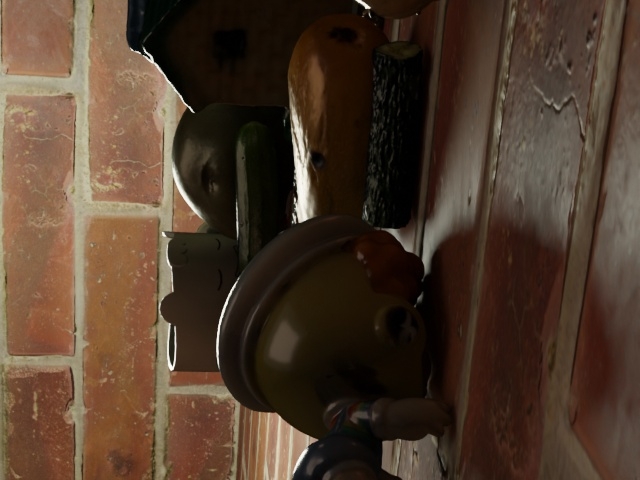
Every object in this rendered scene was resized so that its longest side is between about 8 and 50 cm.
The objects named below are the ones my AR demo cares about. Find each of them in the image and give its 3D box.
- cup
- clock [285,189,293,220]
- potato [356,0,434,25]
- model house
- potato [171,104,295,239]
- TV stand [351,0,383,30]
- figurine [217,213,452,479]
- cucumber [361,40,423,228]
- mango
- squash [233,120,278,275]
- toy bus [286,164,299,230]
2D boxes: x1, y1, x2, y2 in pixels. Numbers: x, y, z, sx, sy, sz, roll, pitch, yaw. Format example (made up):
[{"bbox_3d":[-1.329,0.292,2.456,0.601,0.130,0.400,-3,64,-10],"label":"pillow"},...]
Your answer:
[{"bbox_3d":[-0.124,0.076,2.090,0.290,0.257,0.219,-95,10,-46],"label":"cup"},{"bbox_3d":[0.000,-0.060,1.851,0.041,0.087,0.129,-96,18,-50],"label":"clock"},{"bbox_3d":[0.083,-0.290,1.081,0.161,0.128,0.235,133,146,-55],"label":"potato"},{"bbox_3d":[-0.119,-0.325,1.830,0.382,0.342,0.335,-99,14,-56],"label":"model house"},{"bbox_3d":[-0.101,-0.139,2.044,0.326,0.243,0.221,-71,-7,-63],"label":"potato"},{"bbox_3d":[0.047,-0.220,1.655,0.049,0.040,0.256,-95,9,-52],"label":"TV stand"},{"bbox_3d":[0.013,0.137,1.201,0.382,0.205,0.225,-104,23,-57],"label":"figurine"},{"bbox_3d":[0.073,-0.107,1.342,0.058,0.058,0.187,-108,21,-71],"label":"cucumber"},{"bbox_3d":[0.029,-0.111,1.459,0.177,0.120,0.295,-102,7,-51],"label":"mango"},{"bbox_3d":[-0.091,-0.054,1.871,0.066,0.066,0.229,-120,30,-77],"label":"squash"},{"bbox_3d":[0.000,0.000,1.787,0.409,0.093,0.092,101,161,-58],"label":"toy bus"}]
